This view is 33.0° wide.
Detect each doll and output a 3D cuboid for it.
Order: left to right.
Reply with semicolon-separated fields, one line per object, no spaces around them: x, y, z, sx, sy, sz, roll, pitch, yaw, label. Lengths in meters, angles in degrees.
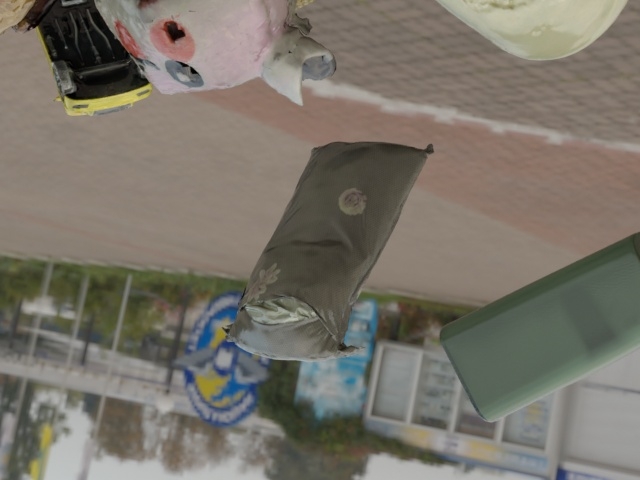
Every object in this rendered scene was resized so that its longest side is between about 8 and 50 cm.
-0.075;-0.142;0.508;0.149;0.095;0.192;27;161;37;doll

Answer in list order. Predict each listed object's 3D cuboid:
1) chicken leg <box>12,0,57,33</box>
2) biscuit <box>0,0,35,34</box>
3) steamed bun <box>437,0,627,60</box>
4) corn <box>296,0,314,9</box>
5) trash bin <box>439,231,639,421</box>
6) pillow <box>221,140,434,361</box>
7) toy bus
-0.320;-0.453;1.645;0.096;0.407;0.158;40;152;14;chicken leg
-0.396;-0.326;0.800;0.429;0.446;0.104;-25;-162;21;biscuit
0.235;-0.497;1.424;0.455;0.371;0.290;33;123;-24;steamed bun
-0.040;-0.419;1.669;0.321;0.119;0.119;-23;166;7;corn
0.380;0.114;1.552;0.343;0.158;0.223;-32;168;39;trash bin
0.000;0.000;1.055;0.169;0.255;0.059;3;149;41;pillow
-0.373;-0.312;1.695;0.144;0.330;0.152;-15;149;-19;toy bus
